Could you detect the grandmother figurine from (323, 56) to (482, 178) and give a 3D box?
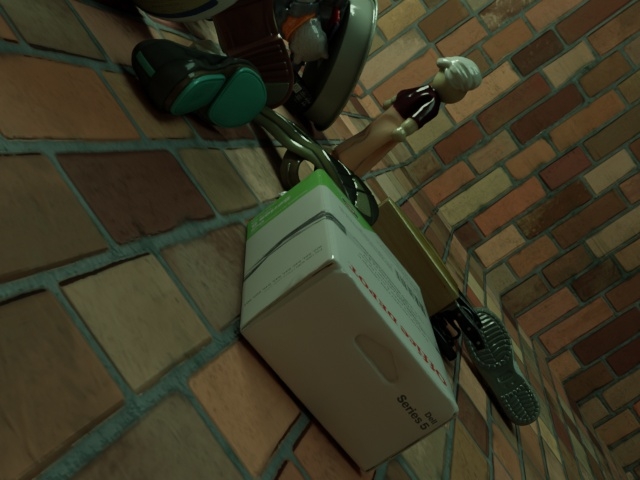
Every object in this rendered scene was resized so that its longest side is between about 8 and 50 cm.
[{"bbox_3d":[0.163,-0.240,1.820,0.104,0.342,0.208,47,14,-32],"label":"grandmother figurine"}]

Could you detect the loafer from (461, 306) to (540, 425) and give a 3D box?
[{"bbox_3d":[0.344,0.253,1.833,0.087,0.094,0.251,94,-23,-68],"label":"loafer"}]

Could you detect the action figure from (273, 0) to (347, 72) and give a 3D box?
[{"bbox_3d":[-0.072,-0.477,1.865,0.178,0.341,0.330,-8,62,-27],"label":"action figure"}]

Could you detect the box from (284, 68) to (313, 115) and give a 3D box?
[{"bbox_3d":[-0.059,-0.299,1.826,0.062,0.052,0.083,46,13,-39],"label":"box"}]

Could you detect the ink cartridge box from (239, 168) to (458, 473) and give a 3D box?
[{"bbox_3d":[0.023,0.069,0.945,0.198,0.115,0.273,50,12,-18],"label":"ink cartridge box"}]

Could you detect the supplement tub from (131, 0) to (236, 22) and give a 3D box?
[{"bbox_3d":[-0.214,-0.418,1.095,0.228,0.228,0.316,59,12,21],"label":"supplement tub"}]

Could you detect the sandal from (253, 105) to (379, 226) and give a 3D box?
[{"bbox_3d":[-0.016,-0.098,1.378,0.120,0.086,0.303,34,8,-47],"label":"sandal"}]

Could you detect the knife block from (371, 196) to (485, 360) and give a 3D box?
[{"bbox_3d":[0.183,0.082,1.620,0.276,0.088,0.242,42,16,-49],"label":"knife block"}]

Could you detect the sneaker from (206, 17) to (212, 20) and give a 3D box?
[{"bbox_3d":[-0.193,-0.400,1.505,0.086,0.085,0.237,61,14,-8],"label":"sneaker"}]

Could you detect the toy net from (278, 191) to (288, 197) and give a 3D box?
[{"bbox_3d":[0.000,0.000,1.227,0.122,0.045,0.232,48,13,-30],"label":"toy net"}]

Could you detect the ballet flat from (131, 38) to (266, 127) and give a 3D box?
[{"bbox_3d":[-0.143,-0.199,1.117,0.096,0.095,0.280,44,10,8],"label":"ballet flat"}]

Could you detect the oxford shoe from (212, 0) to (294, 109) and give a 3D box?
[{"bbox_3d":[-0.131,-0.382,1.459,0.130,0.123,0.348,-128,-152,-65],"label":"oxford shoe"}]

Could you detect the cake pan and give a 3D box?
[{"bbox_3d":[0.028,-0.366,1.883,0.054,0.293,0.293,19,24,-17],"label":"cake pan"}]
